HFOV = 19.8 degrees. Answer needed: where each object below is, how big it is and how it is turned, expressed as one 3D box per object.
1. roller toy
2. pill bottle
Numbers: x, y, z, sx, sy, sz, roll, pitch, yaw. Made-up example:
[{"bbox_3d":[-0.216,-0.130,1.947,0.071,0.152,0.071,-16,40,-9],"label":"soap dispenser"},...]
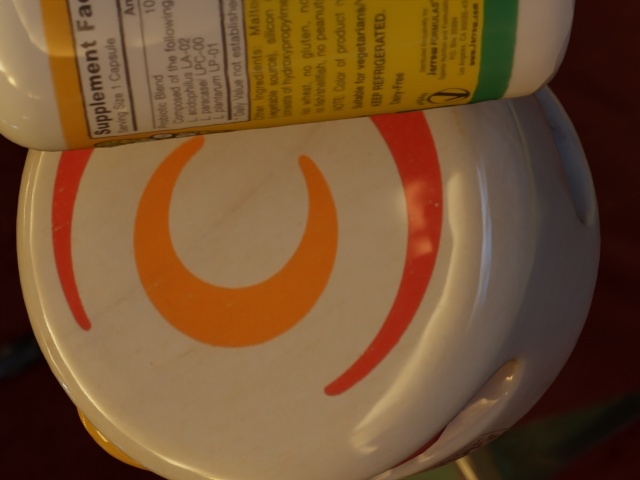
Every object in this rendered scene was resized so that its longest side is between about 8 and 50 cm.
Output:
[{"bbox_3d":[0.000,0.000,0.678,0.191,0.146,0.209,15,92,22],"label":"roller toy"},{"bbox_3d":[-0.042,-0.087,0.522,0.117,0.208,0.117,173,90,-85],"label":"pill bottle"}]
